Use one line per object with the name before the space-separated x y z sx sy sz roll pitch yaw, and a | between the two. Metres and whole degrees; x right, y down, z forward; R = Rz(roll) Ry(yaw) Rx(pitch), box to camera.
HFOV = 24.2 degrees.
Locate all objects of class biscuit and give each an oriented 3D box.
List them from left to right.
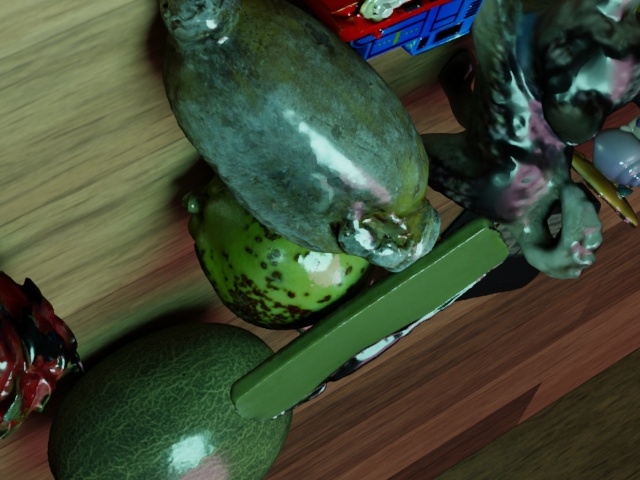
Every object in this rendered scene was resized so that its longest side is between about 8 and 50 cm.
biscuit | 0.048 0.082 1.509 0.322 0.038 0.099 -35 148 7

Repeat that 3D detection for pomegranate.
pomegranate | -0.010 0.011 1.576 0.204 0.222 0.276 -28 127 19

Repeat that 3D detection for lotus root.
lotus root | -0.029 -0.112 1.346 0.175 0.175 0.349 -40 120 5

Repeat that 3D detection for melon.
melon | -0.174 0.228 1.787 0.302 0.237 0.237 -31 158 -16

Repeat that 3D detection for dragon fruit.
dragon fruit | -0.331 0.111 1.399 0.188 0.182 0.182 -49 165 -24

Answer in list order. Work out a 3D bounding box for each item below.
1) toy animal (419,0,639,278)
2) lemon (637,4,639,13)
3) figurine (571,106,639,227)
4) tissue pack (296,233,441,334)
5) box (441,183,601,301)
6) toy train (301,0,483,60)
toy animal | 0.250 -0.148 1.600 0.194 0.302 0.344 -21 154 -44
lemon | 0.471 -0.298 1.631 0.336 0.336 0.336 -32 158 -14
figurine | 0.485 -0.165 2.146 0.257 0.181 0.208 -44 119 12
tissue pack | 0.057 0.051 1.995 0.226 0.092 0.183 -35 159 -2
box | 0.288 0.003 2.314 0.350 0.058 0.211 -5 140 -55
toy train | 0.069 -0.233 1.438 0.204 0.082 0.131 -25 158 -29
